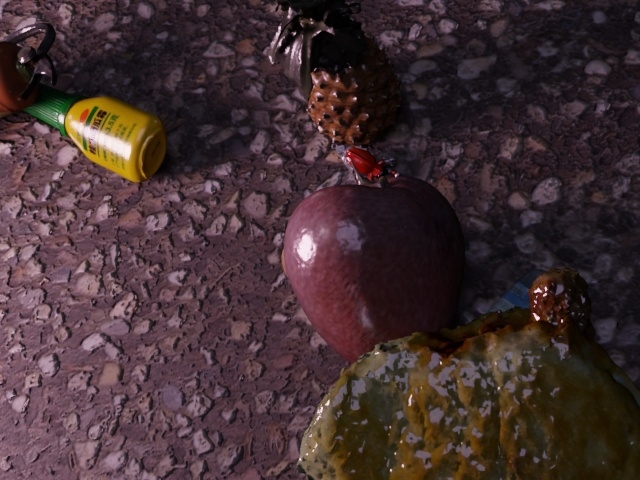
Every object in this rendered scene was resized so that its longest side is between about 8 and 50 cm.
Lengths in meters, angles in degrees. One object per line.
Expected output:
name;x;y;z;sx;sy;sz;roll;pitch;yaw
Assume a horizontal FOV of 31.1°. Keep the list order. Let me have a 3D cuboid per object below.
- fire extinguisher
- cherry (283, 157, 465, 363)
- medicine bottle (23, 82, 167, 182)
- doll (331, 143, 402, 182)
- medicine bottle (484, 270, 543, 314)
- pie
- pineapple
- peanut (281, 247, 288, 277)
fire extinguisher;-0.572;-0.270;1.883;0.376;0.113;0.200;-14;62;23
cherry;0.079;0.040;1.531;0.221;0.261;0.307;-22;82;44
medicine bottle;-0.375;-0.190;1.859;0.309;0.076;0.111;25;102;31
doll;0.067;-0.116;1.730;0.114;0.039;0.057;33;107;13
medicine bottle;0.246;0.135;1.543;0.208;0.053;0.090;-44;63;-8
pie;0.208;0.276;1.399;0.418;0.180;0.395;-29;84;2
pineapple;0.006;-0.282;1.647;0.165;0.364;0.165;-9;59;16
peanut;0.000;0.000;1.665;0.076;0.076;0.152;28;70;25
